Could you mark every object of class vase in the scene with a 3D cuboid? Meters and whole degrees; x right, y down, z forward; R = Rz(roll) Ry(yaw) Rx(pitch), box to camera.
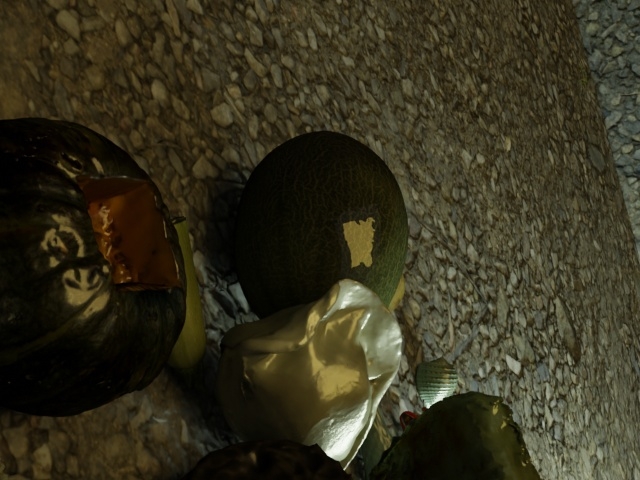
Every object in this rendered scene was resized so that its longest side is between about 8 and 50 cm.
[{"bbox_3d":[0.077,0.283,1.983,0.081,0.081,0.148,-21,89,-62],"label":"vase"}]

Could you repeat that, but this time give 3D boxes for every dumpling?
[{"bbox_3d":[-0.010,0.170,1.704,0.187,0.243,0.318,42,-19,39],"label":"dumpling"}]

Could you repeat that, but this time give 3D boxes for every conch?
[{"bbox_3d":[0.197,0.236,2.246,0.076,0.057,0.085,16,59,-43],"label":"conch"}]

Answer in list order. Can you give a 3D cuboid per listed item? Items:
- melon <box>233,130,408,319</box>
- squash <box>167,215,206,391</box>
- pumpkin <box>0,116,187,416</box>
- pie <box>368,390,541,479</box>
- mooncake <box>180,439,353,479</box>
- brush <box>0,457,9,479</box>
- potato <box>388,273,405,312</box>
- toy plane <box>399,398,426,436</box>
[{"bbox_3d":[0.000,0.000,1.825,0.237,0.238,0.301,40,44,-45],"label":"melon"},{"bbox_3d":[-0.179,0.083,1.639,0.094,0.094,0.224,-36,113,-61],"label":"squash"},{"bbox_3d":[-0.264,0.024,1.374,0.320,0.192,0.320,53,26,-40],"label":"pumpkin"},{"bbox_3d":[0.154,0.404,1.574,0.181,0.418,0.395,0,45,-35],"label":"pie"},{"bbox_3d":[-0.058,0.326,1.545,0.228,0.228,0.124,-70,165,-49],"label":"mooncake"},{"bbox_3d":[-0.373,0.137,1.276,0.065,0.070,0.327,-64,131,-76],"label":"brush"},{"bbox_3d":[0.076,0.071,2.091,0.170,0.080,0.107,-24,103,-59],"label":"potato"},{"bbox_3d":[0.197,0.344,2.111,0.194,0.126,0.077,33,0,1],"label":"toy plane"}]
